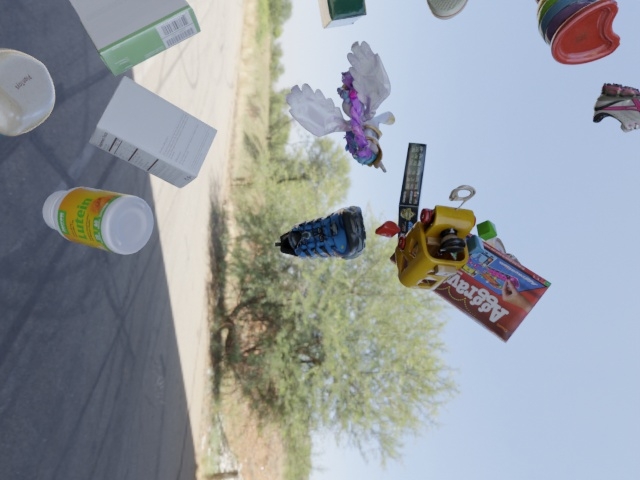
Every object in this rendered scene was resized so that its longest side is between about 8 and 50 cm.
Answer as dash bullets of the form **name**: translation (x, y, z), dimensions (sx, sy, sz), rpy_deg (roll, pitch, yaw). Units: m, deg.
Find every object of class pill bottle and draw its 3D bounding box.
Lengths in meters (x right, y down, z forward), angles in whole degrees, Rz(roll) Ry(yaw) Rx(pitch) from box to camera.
- **pill bottle**: translation (-0.532, -0.053, 1.122), dimensions (0.136, 0.246, 0.136), rpy_deg (-35, 130, -56)

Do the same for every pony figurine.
- **pony figurine**: translation (0.111, -0.405, 1.462), dimensions (0.351, 0.303, 0.363), rpy_deg (52, 27, -23)

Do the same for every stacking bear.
- **stacking bear**: translation (0.669, -0.632, 1.294), dimensions (0.175, 0.165, 0.288), rpy_deg (41, 37, -47)

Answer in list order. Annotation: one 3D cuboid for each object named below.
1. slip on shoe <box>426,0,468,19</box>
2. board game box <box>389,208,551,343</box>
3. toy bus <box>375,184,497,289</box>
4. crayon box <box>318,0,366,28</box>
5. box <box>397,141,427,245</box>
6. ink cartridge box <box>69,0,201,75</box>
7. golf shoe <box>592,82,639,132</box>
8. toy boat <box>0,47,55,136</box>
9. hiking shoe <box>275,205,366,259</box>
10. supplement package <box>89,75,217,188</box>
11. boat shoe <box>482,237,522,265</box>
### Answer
- **slip on shoe**: translation (0.357, -0.676, 1.309), dimensions (0.331, 0.123, 0.101), rpy_deg (-78, 151, -46)
- **board game box**: translation (0.295, 0.064, 0.964), dimensions (0.281, 0.145, 0.027), rpy_deg (37, -8, 27)
- **toy bus**: translation (0.214, 0.016, 0.854), dimensions (0.202, 0.191, 0.104), rpy_deg (38, 42, -49)
- **crayon box**: translation (0.024, -0.644, 1.029), dimensions (0.203, 0.083, 0.322), rpy_deg (-104, -176, -70)
- **box**: translation (0.236, -0.114, 1.230), dimensions (0.175, 0.051, 0.220), rpy_deg (80, 21, -54)
- **ink cartridge box**: translation (-0.340, -0.414, 0.841), dimensions (0.235, 0.171, 0.056), rpy_deg (54, -9, 27)
- **golf shoe**: translation (0.618, -0.242, 0.903), dimensions (0.186, 0.068, 0.085), rpy_deg (35, -62, 45)
- **toy boat**: translation (-0.784, -0.395, 1.101), dimensions (0.318, 0.148, 0.267), rpy_deg (54, 24, -29)
- **hiking shoe**: translation (0.000, 0.000, 1.056), dimensions (0.304, 0.132, 0.113), rpy_deg (152, -71, -68)
- **supplement package**: translation (-0.298, -0.187, 0.853), dimensions (0.105, 0.179, 0.105), rpy_deg (-12, -125, 58)
- **boat shoe**: translation (0.551, 0.099, 1.410), dimensions (0.110, 0.122, 0.341), rpy_deg (-34, -154, 33)
